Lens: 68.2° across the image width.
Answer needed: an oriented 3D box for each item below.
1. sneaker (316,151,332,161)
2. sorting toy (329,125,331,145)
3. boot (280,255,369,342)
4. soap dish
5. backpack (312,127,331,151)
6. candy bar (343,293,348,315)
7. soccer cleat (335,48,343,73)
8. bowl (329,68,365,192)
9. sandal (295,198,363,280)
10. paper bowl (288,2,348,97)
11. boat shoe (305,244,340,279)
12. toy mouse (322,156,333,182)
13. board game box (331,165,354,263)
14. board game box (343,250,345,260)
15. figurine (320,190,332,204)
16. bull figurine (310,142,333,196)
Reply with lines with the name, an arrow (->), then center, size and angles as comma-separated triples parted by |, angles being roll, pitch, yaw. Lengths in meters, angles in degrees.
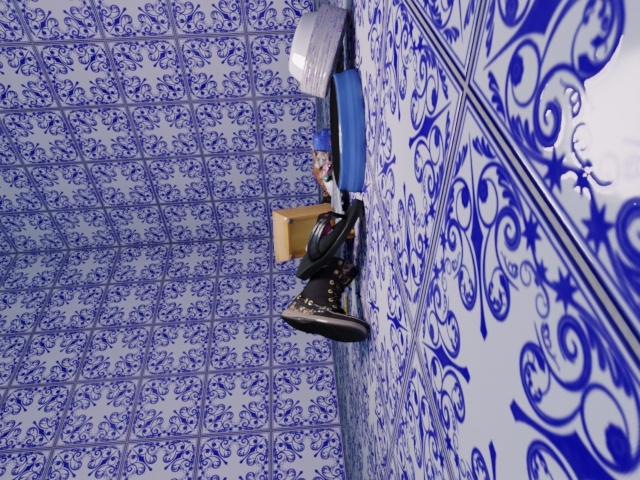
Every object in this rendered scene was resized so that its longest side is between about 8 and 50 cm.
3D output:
sneaker -> 0.017, -0.436, 2.476 | 0.103, 0.111, 0.252 | -97, 4, -50
sorting toy -> 0.067, -0.451, 2.061 | 0.132, 0.046, 0.274 | -97, 5, -53
boot -> 0.053, 0.202, 1.681 | 0.138, 0.377, 0.284 | 48, -121, -31
soap dish -> -0.064, -0.033, 2.075 | 0.118, 0.291, 0.229 | 19, 115, 55
backpack -> 0.023, -0.469, 2.197 | 0.098, 0.120, 0.101 | -97, 4, -62
candy bar -> 0.123, 0.330, 2.249 | 0.040, 0.018, 0.161 | -122, 28, -77
soccer cleat -> 0.058, -0.686, 1.774 | 0.072, 0.060, 0.179 | -118, 27, -81
bowl -> 0.081, -0.347, 1.528 | 0.391, 0.077, 0.391 | 176, 90, -88
sandal -> -0.001, 0.002, 1.615 | 0.446, 0.107, 0.167 | -48, 17, 47
paper bowl -> -0.013, -0.626, 1.552 | 0.284, 0.148, 0.284 | -163, 90, -88
boat shoe -> -0.004, 0.077, 1.986 | 0.367, 0.136, 0.156 | 92, 158, -53
toy mouse -> 0.034, -0.302, 2.055 | 0.143, 0.031, 0.161 | -56, -16, -13
board game box -> 0.089, -0.093, 2.022 | 0.390, 0.050, 0.390 | 90, 176, -60
board game box -> 0.102, 0.097, 2.290 | 0.186, 0.026, 0.126 | 89, 178, -47
figurine -> 0.054, -0.230, 2.433 | 0.215, 0.092, 0.209 | 91, -177, -66
bull figurine -> 0.018, -0.345, 2.277 | 0.310, 0.101, 0.188 | -113, 10, -54
